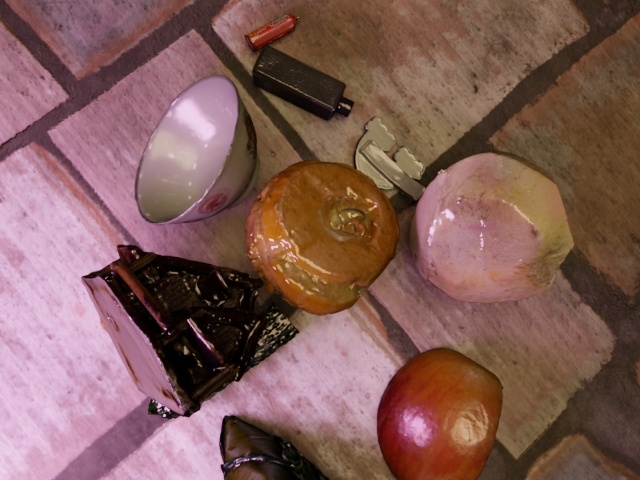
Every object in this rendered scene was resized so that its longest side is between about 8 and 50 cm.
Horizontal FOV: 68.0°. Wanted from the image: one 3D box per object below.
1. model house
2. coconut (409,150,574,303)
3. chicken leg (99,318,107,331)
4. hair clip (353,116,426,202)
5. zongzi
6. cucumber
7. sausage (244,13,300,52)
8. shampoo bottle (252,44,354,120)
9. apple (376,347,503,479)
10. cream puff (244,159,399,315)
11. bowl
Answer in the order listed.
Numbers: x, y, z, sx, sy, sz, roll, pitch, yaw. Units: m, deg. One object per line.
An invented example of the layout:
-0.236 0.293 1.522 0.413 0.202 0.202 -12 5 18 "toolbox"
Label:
-0.239 0.120 0.907 0.282 0.317 0.297 -26 102 -38 "model house"
0.366 -0.024 1.031 0.352 0.352 0.353 1 84 -7 "coconut"
-0.377 0.133 1.038 0.207 0.101 0.085 -39 94 -29 "chicken leg"
0.163 -0.183 1.149 0.220 0.054 0.140 44 85 2 "hair clip"
-0.105 0.608 0.956 0.362 0.319 0.383 -44 109 -11 "zongzi"
-0.215 0.275 1.030 0.359 0.096 0.096 -37 90 -9 "cucumber"
-0.111 -0.509 1.148 0.145 0.050 0.048 -32 94 -10 "sausage"
-0.037 -0.364 1.126 0.246 0.080 0.079 25 83 -4 "shampoo bottle"
0.263 0.418 1.062 0.179 0.254 0.346 31 80 -46 "apple"
0.000 0.000 1.004 0.327 0.231 0.343 12 66 -20 "cream puff"
-0.234 -0.165 1.016 0.157 0.337 0.337 26 79 -45 "bowl"
